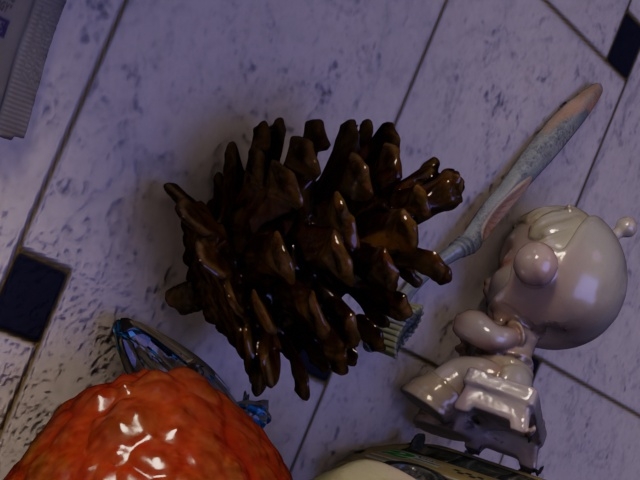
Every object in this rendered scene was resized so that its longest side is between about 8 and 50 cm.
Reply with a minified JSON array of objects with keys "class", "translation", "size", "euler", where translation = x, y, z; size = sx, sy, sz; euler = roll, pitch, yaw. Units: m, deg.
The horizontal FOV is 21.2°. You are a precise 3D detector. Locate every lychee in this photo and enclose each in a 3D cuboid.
[{"class":"lychee","translation":[-0.108,0.235,1.091],"size":[0.255,0.255,0.300],"euler":[-17,93,-48]}]

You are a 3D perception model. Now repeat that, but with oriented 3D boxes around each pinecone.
[{"class":"pinecone","translation":[-0.001,-0.002,1.188],"size":[0.212,0.168,0.186],"euler":[-41,150,-16]}]

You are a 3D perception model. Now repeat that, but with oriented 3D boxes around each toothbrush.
[{"class":"toothbrush","translation":[0.150,-0.027,1.489],"size":[0.375,0.037,0.028],"euler":[-48,141,-32]}]

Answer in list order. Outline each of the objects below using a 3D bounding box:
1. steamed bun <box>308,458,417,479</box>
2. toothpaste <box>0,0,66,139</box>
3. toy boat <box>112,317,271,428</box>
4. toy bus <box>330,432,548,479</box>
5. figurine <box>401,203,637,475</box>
[{"class":"steamed bun","translation":[0.021,0.277,1.268],"size":[0.170,0.225,0.200],"euler":[-6,65,-58]},{"class":"toothpaste","translation":[-0.231,-0.135,0.924],"size":[0.099,0.068,0.282],"euler":[-46,153,12]},{"class":"toy boat","translation":[-0.092,0.119,1.213],"size":[0.210,0.066,0.084],"euler":[57,31,-41]},{"class":"toy bus","translation":[0.179,0.290,1.398],"size":[0.202,0.365,0.177],"euler":[-10,115,-63]},{"class":"figurine","translation":[0.191,0.065,1.492],"size":[0.257,0.144,0.182],"euler":[-61,140,-19]}]
